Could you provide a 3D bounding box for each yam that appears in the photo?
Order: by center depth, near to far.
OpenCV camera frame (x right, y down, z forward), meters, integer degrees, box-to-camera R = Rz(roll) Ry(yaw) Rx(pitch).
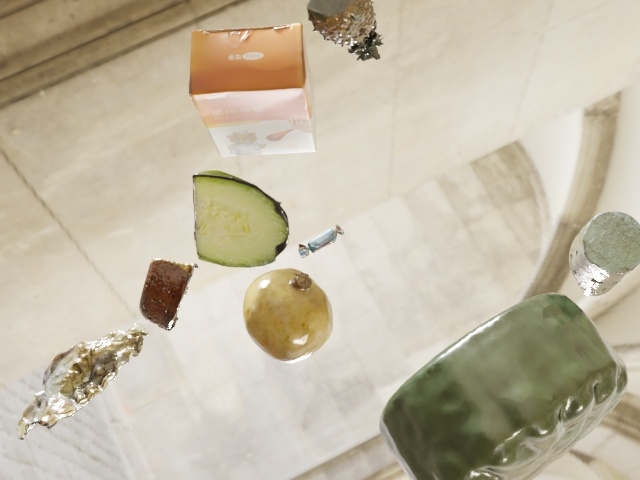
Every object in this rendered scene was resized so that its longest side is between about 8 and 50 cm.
[{"bbox_3d":[0.438,0.023,1.427,0.106,0.106,0.259,63,2,13],"label":"yam"}]

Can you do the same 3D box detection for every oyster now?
[{"bbox_3d":[-0.543,0.296,2.052,0.201,0.354,0.107,-3,-57,57],"label":"oyster"}]

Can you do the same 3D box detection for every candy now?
[{"bbox_3d":[0.000,0.000,1.508,0.030,0.083,0.020,59,4,25],"label":"candy"}]

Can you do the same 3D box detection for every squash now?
[{"bbox_3d":[-0.136,-0.045,1.694,0.085,0.184,0.192,-64,161,-56],"label":"squash"}]

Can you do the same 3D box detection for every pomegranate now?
[{"bbox_3d":[-0.061,0.137,1.773,0.196,0.196,0.196,63,-7,14],"label":"pomegranate"}]

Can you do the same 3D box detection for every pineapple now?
[{"bbox_3d":[0.051,-0.352,1.516,0.108,0.108,0.197,61,10,26],"label":"pineapple"}]

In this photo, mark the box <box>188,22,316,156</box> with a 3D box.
[{"bbox_3d":[-0.128,-0.298,1.876,0.341,0.224,0.144,75,12,-75],"label":"box"}]

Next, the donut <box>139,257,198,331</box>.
[{"bbox_3d":[-0.408,0.135,2.431,0.187,0.126,0.144,113,-3,-60],"label":"donut"}]

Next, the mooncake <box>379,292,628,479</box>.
[{"bbox_3d":[0.272,0.245,1.345,0.194,0.356,0.356,57,-10,22],"label":"mooncake"}]
